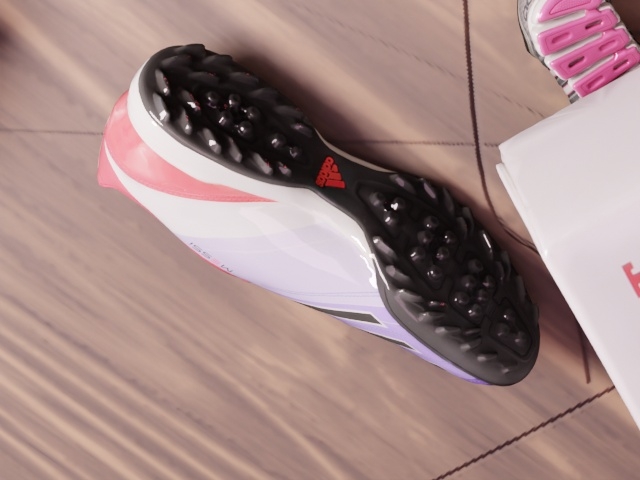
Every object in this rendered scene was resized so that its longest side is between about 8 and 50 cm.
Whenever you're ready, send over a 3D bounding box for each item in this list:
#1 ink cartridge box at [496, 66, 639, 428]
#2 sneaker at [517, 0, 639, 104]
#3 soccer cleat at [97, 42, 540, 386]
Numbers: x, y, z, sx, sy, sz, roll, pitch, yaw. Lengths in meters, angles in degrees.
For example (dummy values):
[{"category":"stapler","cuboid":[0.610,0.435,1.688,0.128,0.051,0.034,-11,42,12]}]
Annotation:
[{"category":"ink cartridge box","cuboid":[0.338,-0.004,0.777,0.395,0.166,0.285,-29,109,10]},{"category":"sneaker","cuboid":[0.168,-0.107,0.858,0.063,0.075,0.170,-35,130,14]},{"category":"soccer cleat","cuboid":[0.000,0.000,0.930,0.318,0.109,0.116,34,138,-10]}]
